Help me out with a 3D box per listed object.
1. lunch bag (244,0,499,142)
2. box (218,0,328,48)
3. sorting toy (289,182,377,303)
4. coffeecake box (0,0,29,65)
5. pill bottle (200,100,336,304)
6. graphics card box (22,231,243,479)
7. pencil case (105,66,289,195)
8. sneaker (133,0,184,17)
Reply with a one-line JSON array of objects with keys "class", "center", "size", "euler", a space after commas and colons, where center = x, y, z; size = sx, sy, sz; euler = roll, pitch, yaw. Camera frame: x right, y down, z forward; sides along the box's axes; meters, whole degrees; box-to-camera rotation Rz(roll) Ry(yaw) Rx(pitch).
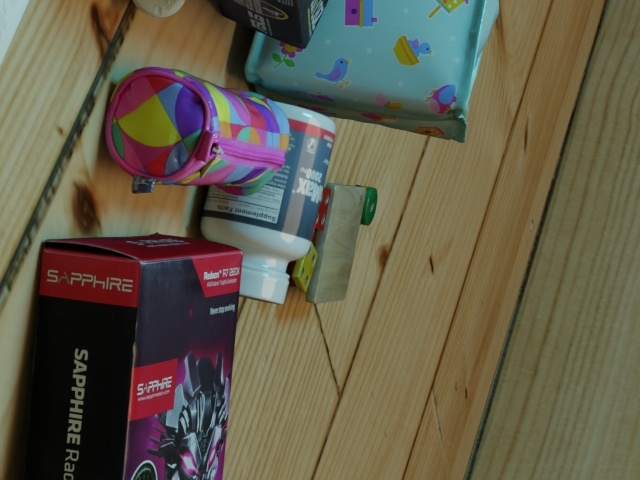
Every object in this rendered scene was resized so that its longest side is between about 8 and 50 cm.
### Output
[{"class": "lunch bag", "center": [0.062, -0.248, 1.754], "size": [0.160, 0.223, 0.262], "euler": [57, 46, -79]}, {"class": "box", "center": [0.009, -0.349, 1.489], "size": [0.395, 0.097, 0.318], "euler": [76, 36, -85]}, {"class": "sorting toy", "center": [0.000, 0.000, 2.036], "size": [0.274, 0.046, 0.132], "euler": [-2, 103, -75]}, {"class": "coffeecake box", "center": [-0.213, -0.213, 1.097], "size": [0.142, 0.068, 0.185], "euler": [72, 33, -60]}, {"class": "pill bottle", "center": [-0.054, -0.035, 1.710], "size": [0.108, 0.108, 0.180], "euler": [24, 78, -74]}, {"class": "graphics card box", "center": [-0.155, 0.184, 1.484], "size": [0.233, 0.094, 0.371], "euler": [-4, 101, -73]}, {"class": "pencil case", "center": [-0.098, -0.087, 1.535], "size": [0.236, 0.104, 0.104], "euler": [-6, 106, -75]}, {"class": "sneaker", "center": [-0.127, -0.255, 1.431], "size": [0.065, 0.061, 0.158], "euler": [-140, -120, -77]}]
